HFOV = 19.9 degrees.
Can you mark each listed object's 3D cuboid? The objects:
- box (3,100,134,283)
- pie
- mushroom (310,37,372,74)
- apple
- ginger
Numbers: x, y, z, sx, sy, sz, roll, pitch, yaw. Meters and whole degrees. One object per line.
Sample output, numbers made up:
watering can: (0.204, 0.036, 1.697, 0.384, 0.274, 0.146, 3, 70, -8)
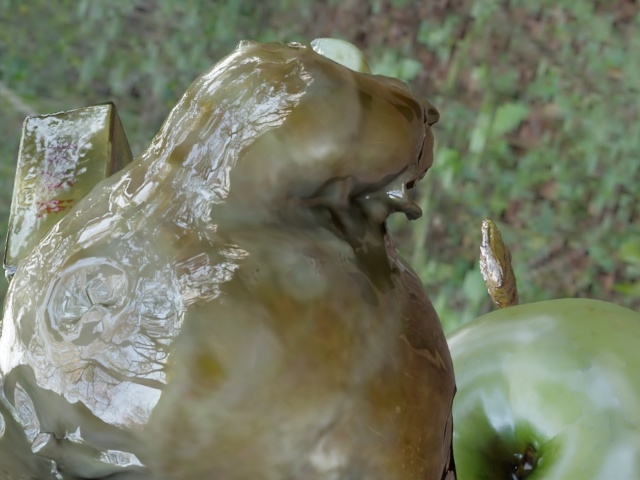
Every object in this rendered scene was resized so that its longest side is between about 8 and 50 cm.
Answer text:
box: (-0.141, 0.048, 1.218, 0.159, 0.071, 0.240, -96, -6, -47)
pie: (0.172, 0.025, 1.782, 0.170, 0.034, 0.092, 62, -165, -70)
mushroom: (-0.004, 0.001, 1.240, 0.333, 0.107, 0.087, 83, -179, -49)
apple: (0.203, 0.230, 1.519, 0.357, 0.357, 0.357, -166, 90, -76)
ginger: (-0.074, 0.098, 0.675, 0.375, 0.256, 0.176, -55, 20, 1)
